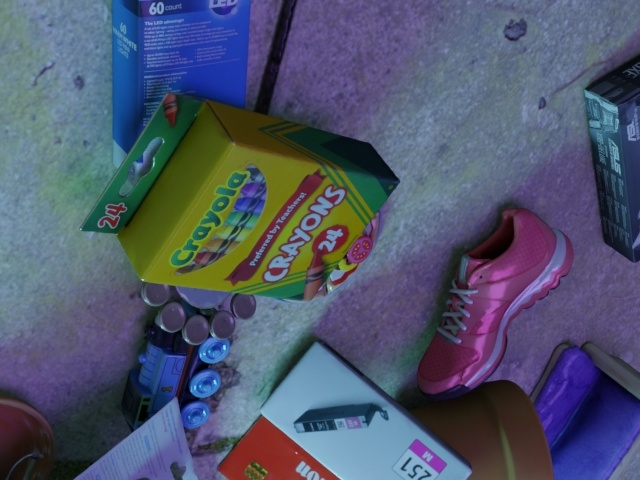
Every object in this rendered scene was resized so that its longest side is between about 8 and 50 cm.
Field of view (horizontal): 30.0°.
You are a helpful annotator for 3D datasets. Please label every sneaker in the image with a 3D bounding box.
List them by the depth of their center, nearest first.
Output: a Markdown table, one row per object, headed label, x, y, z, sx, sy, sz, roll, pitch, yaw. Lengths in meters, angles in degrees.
| label | x | y | z | sx | sy | sz | roll | pitch | yaw |
| --- | --- | --- | --- | --- | --- | --- | --- | --- | --- |
| sneaker | 0.223 | 0.082 | 1.728 | 0.136 | 0.116 | 0.314 | 41 | 84 | -33 |

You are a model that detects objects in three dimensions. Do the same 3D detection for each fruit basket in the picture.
| label | x | y | z | sx | sy | sz | roll | pitch | yaw |
| --- | --- | --- | --- | --- | --- | --- | --- | --- | --- |
| fruit basket | -0.298 | 0.383 | 1.489 | 0.353 | 0.165 | 0.327 | -44 | 150 | -28 |

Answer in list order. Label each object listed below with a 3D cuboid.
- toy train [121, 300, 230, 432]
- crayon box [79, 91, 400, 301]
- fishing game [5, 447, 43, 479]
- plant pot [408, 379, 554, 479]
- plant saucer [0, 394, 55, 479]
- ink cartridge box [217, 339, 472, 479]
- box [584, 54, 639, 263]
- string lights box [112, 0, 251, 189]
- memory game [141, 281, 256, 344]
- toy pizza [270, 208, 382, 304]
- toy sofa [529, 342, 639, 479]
| label | x | y | z | sx | sy | sz | roll | pitch | yaw |
| --- | --- | --- | --- | --- | --- | --- | --- | --- | --- |
| toy train | -0.183 | 0.164 | 1.503 | 0.105 | 0.080 | 0.184 | 5 | 115 | -30 |
| crayon box | -0.085 | -0.039 | 1.346 | 0.318 | 0.081 | 0.202 | 9 | 126 | -44 |
| fishing game | -0.456 | 0.297 | 1.373 | 0.264 | 0.041 | 0.189 | 8 | 116 | -38 |
| plant pot | 0.194 | 0.359 | 1.768 | 0.203 | 0.291 | 0.291 | -3 | 121 | -15 |
| plant saucer | -0.418 | 0.264 | 1.430 | 0.200 | 0.037 | 0.200 | -17 | 127 | -25 |
| ink cartridge box | 0.027 | 0.311 | 1.631 | 0.239 | 0.275 | 0.060 | -51 | 174 | 3 |
| box | 0.526 | -0.149 | 1.793 | 0.242 | 0.076 | 0.307 | -30 | 131 | -15 |
| string lights box | -0.152 | -0.194 | 1.297 | 0.133 | 0.077 | 0.259 | -12 | 124 | -29 |
| memory game | -0.139 | 0.034 | 1.443 | 0.186 | 0.012 | 0.186 | -2 | 94 | -40 |
| toy pizza | 0.000 | 0.000 | 1.555 | 0.201 | 0.032 | 0.201 | -17 | 126 | -25 |
| toy sofa | 0.410 | 0.358 | 1.984 | 0.177 | 0.150 | 0.362 | 20 | 105 | -42 |
